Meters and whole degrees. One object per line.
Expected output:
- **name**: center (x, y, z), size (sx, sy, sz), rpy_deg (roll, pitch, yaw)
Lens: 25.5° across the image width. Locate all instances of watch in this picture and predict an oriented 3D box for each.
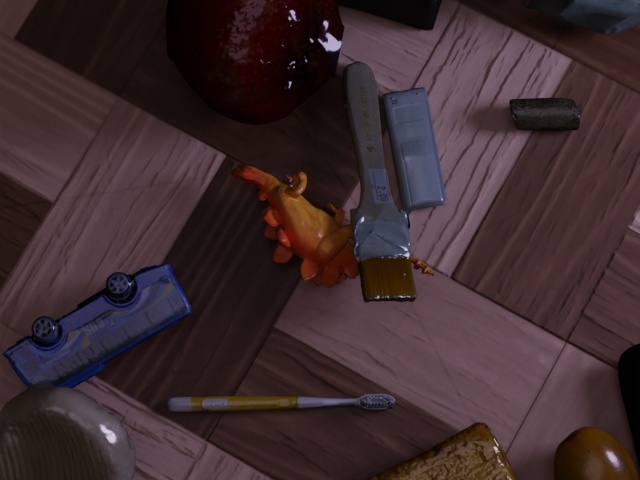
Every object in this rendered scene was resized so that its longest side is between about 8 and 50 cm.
- **watch**: center (0.355, -0.396, 1.823), size (0.241, 0.162, 0.253), rpy_deg (0, 79, -5)

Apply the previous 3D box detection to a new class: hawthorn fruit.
- **hawthorn fruit**: center (-0.099, -0.286, 1.789), size (0.266, 0.230, 0.210), rpy_deg (50, 129, 21)

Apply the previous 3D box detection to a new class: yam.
- **yam**: center (0.291, -0.163, 1.830), size (0.094, 0.043, 0.043), rpy_deg (-1, 79, 4)

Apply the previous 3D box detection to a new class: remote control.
- **remote control**: center (0.122, -0.120, 1.835), size (0.061, 0.029, 0.162), rpy_deg (-10, 78, 0)

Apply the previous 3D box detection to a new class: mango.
- **mango**: center (0.343, 0.315, 1.714), size (0.102, 0.085, 0.184), rpy_deg (-21, 89, -6)

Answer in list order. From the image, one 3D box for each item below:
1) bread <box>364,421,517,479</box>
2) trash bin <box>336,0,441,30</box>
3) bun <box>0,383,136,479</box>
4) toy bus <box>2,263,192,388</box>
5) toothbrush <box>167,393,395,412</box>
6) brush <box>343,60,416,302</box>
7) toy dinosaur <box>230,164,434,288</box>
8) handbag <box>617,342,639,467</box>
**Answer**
- **bread**: center (0.135, 0.312, 1.723), size (0.211, 0.083, 0.114), rpy_deg (-25, 73, -2)
- **trash bin**: center (0.110, -0.420, 1.852), size (0.164, 0.122, 0.240), rpy_deg (19, 78, 6)
- **bun**: center (-0.315, 0.254, 1.742), size (0.183, 0.102, 0.183), rpy_deg (3, 112, 7)
- **toy bus**: center (-0.278, 0.112, 1.784), size (0.236, 0.079, 0.094), rpy_deg (-31, 81, -3)
- **toothbrush**: center (-0.051, 0.205, 1.782), size (0.288, 0.024, 0.021), rpy_deg (-1, 81, 3)
- **brush**: center (0.067, -0.081, 1.801), size (0.085, 0.020, 0.336), rpy_deg (0, 67, -21)
- **toy dinosaur**: center (0.000, 0.000, 1.797), size (0.288, 0.070, 0.117), rpy_deg (34, 75, 0)
- **handbag**: center (0.481, 0.271, 1.699), size (0.192, 0.075, 0.332), rpy_deg (-18, 80, 26)
